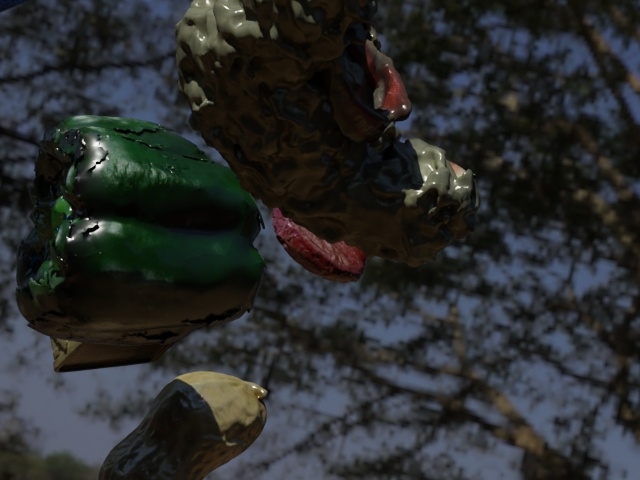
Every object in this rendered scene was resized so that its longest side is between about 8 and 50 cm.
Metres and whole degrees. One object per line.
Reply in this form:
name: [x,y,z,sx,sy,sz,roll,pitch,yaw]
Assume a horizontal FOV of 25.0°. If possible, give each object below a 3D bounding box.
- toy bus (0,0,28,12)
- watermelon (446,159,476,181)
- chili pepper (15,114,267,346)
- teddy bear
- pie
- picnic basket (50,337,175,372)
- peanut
toy bus: [-0.345,-0.272,1.556,0.061,0.051,0.153,0,24,36]
watermelon: [0.152,-0.053,2.206,0.193,0.137,0.145,2,-58,17]
chili pepper: [-0.198,-0.001,1.563,0.257,0.248,0.233,7,9,-28]
teddy bear: [-0.008,-0.190,1.329,0.225,0.367,0.357,-17,-52,14]
pie: [0.000,0.000,1.838,0.154,0.036,0.154,33,24,-17]
picnic basket: [-0.265,0.068,1.951,0.165,0.139,0.267,-4,-22,-33]
peanut: [-0.211,0.293,2.150,0.143,0.291,0.159,13,-43,54]
